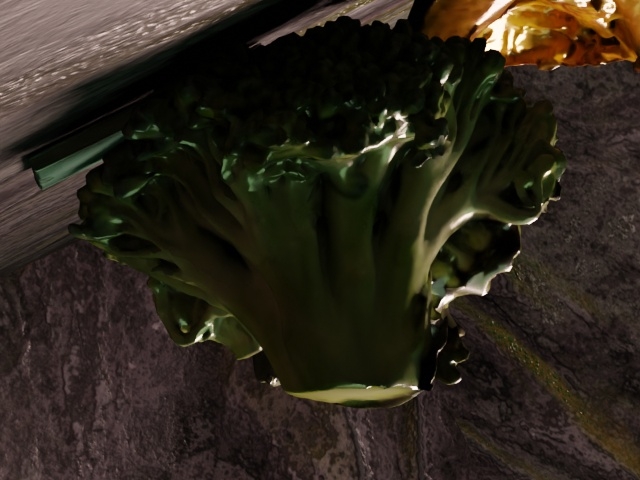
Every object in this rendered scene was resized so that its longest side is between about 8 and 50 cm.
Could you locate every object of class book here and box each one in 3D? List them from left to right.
[{"bbox_3d":[-0.179,-0.075,1.517,0.103,0.017,0.135,-27,179,-7],"label":"book"}]

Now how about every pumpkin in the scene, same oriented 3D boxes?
[{"bbox_3d":[0.161,-0.203,1.443,0.312,0.169,0.148,-17,-139,21],"label":"pumpkin"}]

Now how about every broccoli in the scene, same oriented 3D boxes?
[{"bbox_3d":[0.000,-0.024,1.400,0.334,0.272,0.324,15,176,-36],"label":"broccoli"}]

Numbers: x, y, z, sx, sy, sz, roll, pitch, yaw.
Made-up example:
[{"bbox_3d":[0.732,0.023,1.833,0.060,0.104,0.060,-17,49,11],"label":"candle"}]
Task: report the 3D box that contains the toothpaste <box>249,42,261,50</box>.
[{"bbox_3d":[-0.117,-0.080,1.507,0.233,0.038,0.060,-44,177,43],"label":"toothpaste"}]
